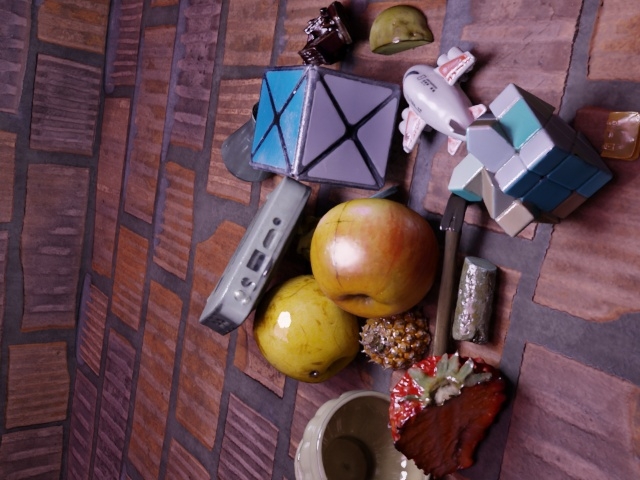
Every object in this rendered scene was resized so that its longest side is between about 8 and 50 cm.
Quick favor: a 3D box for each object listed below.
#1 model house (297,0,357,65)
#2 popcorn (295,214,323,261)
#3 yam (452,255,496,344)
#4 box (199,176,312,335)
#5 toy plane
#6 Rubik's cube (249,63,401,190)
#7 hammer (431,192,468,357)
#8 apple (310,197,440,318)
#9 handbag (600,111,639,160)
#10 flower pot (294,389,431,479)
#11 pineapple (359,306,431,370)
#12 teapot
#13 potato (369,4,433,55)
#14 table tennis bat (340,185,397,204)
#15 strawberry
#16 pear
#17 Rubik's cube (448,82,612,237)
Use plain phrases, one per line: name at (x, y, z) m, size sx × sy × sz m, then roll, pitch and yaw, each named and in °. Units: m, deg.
model house at (0.003, -0.522, 1.645) m, size 0.164 × 0.203 × 0.141 m, roll -28°, pitch 100°, yaw 17°
popcorn at (0.000, 0.000, 1.684) m, size 0.126 × 0.126 × 0.145 m, roll -32°, pitch 45°, yaw 17°
yam at (0.323, 0.126, 1.328) m, size 0.078 × 0.078 × 0.179 m, roll 13°, pitch 95°, yaw 49°
box at (-0.175, 0.050, 1.677) m, size 0.395 × 0.111 × 0.396 m, roll -64°, pitch 9°, yaw -18°
toy plane at (0.259, -0.297, 1.387) m, size 0.252 × 0.118 × 0.251 m, roll -8°, pitch 80°, yaw 50°
Rubik's cube at (0.005, -0.263, 1.499) m, size 0.259 × 0.255 × 0.259 m, roll 18°, pitch 103°, yaw 59°
hammer at (0.274, 0.114, 1.367) m, size 0.044 × 0.168 × 0.439 m, roll 8°, pitch 106°, yaw 18°
apple at (0.117, 0.040, 1.411) m, size 0.286 × 0.286 × 0.232 m, roll -26°, pitch 43°, yaw 46°
handbag at (0.534, -0.185, 1.127) m, size 0.061 × 0.027 × 0.083 m, roll 13°, pitch 96°, yaw 49°
flower pot at (0.079, 0.508, 1.454) m, size 0.244 × 0.308 × 0.307 m, roll -50°, pitch 52°, yaw 57°
pineapple at (0.149, 0.225, 1.478) m, size 0.176 × 0.137 × 0.161 m, roll -21°, pitch 73°, yaw 46°
teapot at (-0.171, -0.297, 1.847) m, size 0.225 × 0.171 × 0.203 m, roll -46°, pitch 14°, yaw 48°
potato at (0.185, -0.514, 1.506) m, size 0.149 × 0.081 × 0.120 m, roll 0°, pitch 91°, yaw 50°
table tennis bat at (0.099, -0.089, 1.566) m, size 0.038 × 0.149 × 0.237 m, roll 64°, pitch 159°, yaw -4°
strawberry at (0.259, 0.340, 1.320) m, size 0.253 × 0.280 × 0.150 m, roll -37°, pitch 41°, yaw 1°
pear at (-0.034, 0.221, 1.596) m, size 0.281 × 0.281 × 0.280 m, roll -2°, pitch 87°, yaw 50°
Rubik's cube at (0.358, -0.129, 1.157) m, size 0.213 × 0.266 × 0.224 m, roll -47°, pitch 40°, yaw 34°
